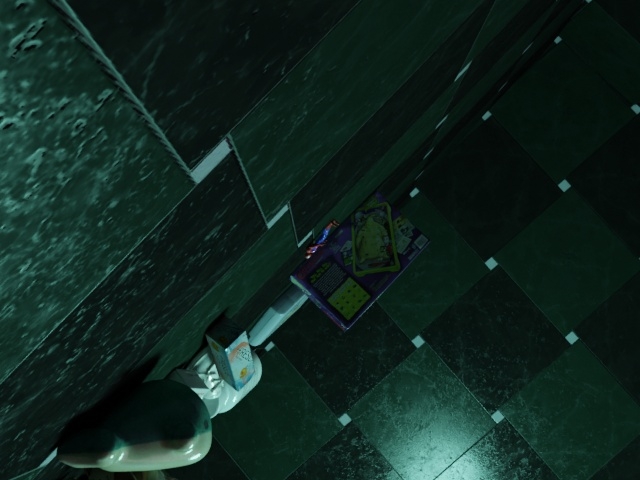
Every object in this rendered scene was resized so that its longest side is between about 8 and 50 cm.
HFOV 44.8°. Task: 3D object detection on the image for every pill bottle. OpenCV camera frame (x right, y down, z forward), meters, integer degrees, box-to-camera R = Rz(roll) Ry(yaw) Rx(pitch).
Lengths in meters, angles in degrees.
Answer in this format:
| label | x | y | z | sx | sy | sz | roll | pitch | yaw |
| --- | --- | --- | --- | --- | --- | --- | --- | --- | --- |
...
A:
| label | x | y | z | sx | sy | sz | roll | pitch | yaw |
| --- | --- | --- | --- | --- | --- | --- | --- | --- | --- |
| pill bottle | -0.244 | 0.347 | 1.906 | 0.131 | 0.131 | 0.229 | -49 | 174 | 21 |

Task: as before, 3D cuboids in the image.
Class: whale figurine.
| label | x | y | z | sx | sy | sz | roll | pitch | yaw |
| --- | --- | --- | --- | --- | --- | --- | --- | --- | --- |
| whale figurine | -0.293 | 0.297 | 1.247 | 0.216 | 0.141 | 0.272 | -9 | 169 | 27 |

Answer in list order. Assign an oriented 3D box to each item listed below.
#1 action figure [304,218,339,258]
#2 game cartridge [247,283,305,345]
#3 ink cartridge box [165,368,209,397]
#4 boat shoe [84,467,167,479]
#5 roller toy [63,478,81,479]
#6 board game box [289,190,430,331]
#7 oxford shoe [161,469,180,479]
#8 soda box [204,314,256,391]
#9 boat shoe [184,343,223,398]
| label | x | y | z | sx | sy | sz | roll | pitch | yaw |
| --- | --- | --- | --- | --- | --- | --- | --- | --- | --- |
| action figure | 0.000 | 0.000 | 1.828 | 0.115 | 0.030 | 0.038 | -47 | 180 | 22 |
| game cartridge | -0.094 | 0.189 | 2.356 | 0.198 | 0.062 | 0.297 | -46 | 176 | 37 |
| ink cartridge box | -0.308 | 0.335 | 1.608 | 0.135 | 0.056 | 0.099 | -47 | 160 | 4 |
| boat shoe | -0.365 | 0.447 | 1.449 | 0.116 | 0.123 | 0.324 | -32 | -172 | -25 |
| roller toy | -0.470 | 0.566 | 1.421 | 0.209 | 0.191 | 0.146 | -43 | 173 | -38 |
| board game box | 0.108 | 0.051 | 2.077 | 0.347 | 0.208 | 0.056 | -44 | 177 | -19 |
| oxford shoe | -0.493 | 0.592 | 1.757 | 0.397 | 0.146 | 0.141 | 11 | 108 | -59 |
| soda box | -0.182 | 0.233 | 1.589 | 0.058 | 0.063 | 0.183 | -44 | 152 | -26 |
| boat shoe | -0.252 | 0.305 | 1.716 | 0.277 | 0.096 | 0.098 | -51 | 170 | 28 |
